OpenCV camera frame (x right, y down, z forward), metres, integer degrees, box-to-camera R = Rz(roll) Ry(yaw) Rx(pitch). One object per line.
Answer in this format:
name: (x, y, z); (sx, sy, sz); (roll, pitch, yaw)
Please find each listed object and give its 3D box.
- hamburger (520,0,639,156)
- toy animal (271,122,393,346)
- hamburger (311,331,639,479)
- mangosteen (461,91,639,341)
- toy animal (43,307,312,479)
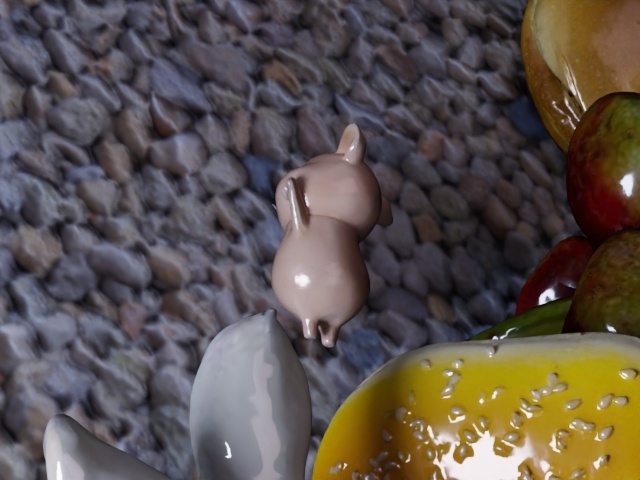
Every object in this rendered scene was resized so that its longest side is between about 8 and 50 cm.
hamburger: (0.248, -0.185, 1.607); (0.156, 0.144, 0.283); (42, 48, -6)
toy animal: (0.007, 0.001, 1.348); (0.089, 0.083, 0.150); (13, 70, -4)
hamburger: (0.139, 0.166, 1.196); (0.151, 0.295, 0.227); (-32, 112, -59)
mangosteen: (0.319, 0.076, 1.366); (0.435, 0.382, 0.382); (17, 44, 16)
toy animal: (-0.009, 0.234, 1.066); (0.196, 0.241, 0.367); (-26, 79, -46)
